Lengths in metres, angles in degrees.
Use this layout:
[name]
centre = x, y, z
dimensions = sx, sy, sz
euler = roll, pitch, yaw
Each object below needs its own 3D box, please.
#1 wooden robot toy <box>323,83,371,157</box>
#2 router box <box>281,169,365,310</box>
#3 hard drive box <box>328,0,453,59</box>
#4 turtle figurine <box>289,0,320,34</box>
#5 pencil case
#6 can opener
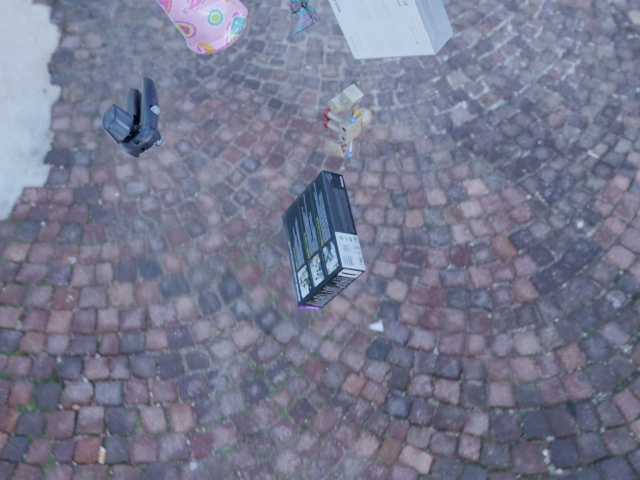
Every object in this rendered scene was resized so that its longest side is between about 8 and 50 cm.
[wooden robot toy]
centre = 0.056, -0.226, 1.238
dimensions = 0.079, 0.173, 0.076
euler = -38, 65, -23
[router box]
centre = 0.000, 0.000, 1.070
dimensions = 0.046, 0.133, 0.178
euler = 10, 54, -32
[hard drive box]
centre = 0.149, -0.501, 1.507
dimensions = 0.232, 0.181, 0.089
euler = 11, 52, 43
[turtle figurine]
centre = -0.090, -0.618, 1.650
dimensions = 0.234, 0.118, 0.175
euler = 57, 40, -13
[pencil case]
centre = -0.219, -0.422, 1.040
dimensions = 0.124, 0.284, 0.124
euler = -16, 48, 18
[can opener]
centre = -0.234, -0.169, 0.894
dimensions = 0.059, 0.073, 0.186
euler = -25, 33, 11
